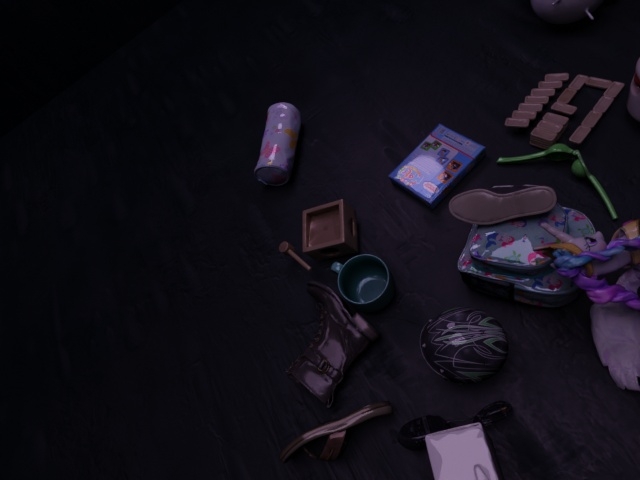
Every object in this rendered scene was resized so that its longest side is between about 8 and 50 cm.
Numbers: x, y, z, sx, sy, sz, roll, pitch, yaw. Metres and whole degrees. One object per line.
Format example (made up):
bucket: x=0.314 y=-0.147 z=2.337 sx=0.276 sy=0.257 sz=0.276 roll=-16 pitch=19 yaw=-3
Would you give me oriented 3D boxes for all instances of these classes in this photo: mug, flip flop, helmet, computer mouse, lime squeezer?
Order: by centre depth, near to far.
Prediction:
computer mouse: x=0.277 y=0.384 z=0.935 sx=0.242 sy=0.071 sz=0.041 roll=-19 pitch=98 yaw=10
helmet: x=0.298 y=0.216 z=0.943 sx=0.170 sy=0.161 sz=0.169 roll=-11 pitch=59 yaw=19
flip flop: x=0.036 y=0.431 z=0.991 sx=0.277 sy=0.112 sz=0.080 roll=-24 pitch=70 yaw=4
lime squeezer: x=0.588 y=-0.170 z=1.090 sx=0.110 sy=0.059 sz=0.310 roll=-47 pitch=56 yaw=-5
mug: x=0.114 y=0.102 z=1.129 sx=0.130 sy=0.097 sz=0.157 roll=-31 pitch=54 yaw=7

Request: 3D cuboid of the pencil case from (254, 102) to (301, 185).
pencil case: x=-0.137 y=-0.312 z=1.462 sx=0.124 sy=0.113 sz=0.272 roll=-10 pitch=59 yaw=30

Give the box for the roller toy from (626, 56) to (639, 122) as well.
roller toy: x=0.813 y=-0.350 z=1.031 sx=0.191 sy=0.146 sz=0.209 roll=-30 pitch=49 yaw=-4

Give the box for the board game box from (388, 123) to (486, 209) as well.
board game box: x=0.317 y=-0.206 z=1.242 sx=0.211 sy=0.039 sz=0.160 roll=-45 pitch=54 yaw=-4

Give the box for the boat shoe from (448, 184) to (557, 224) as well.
boat shoe: x=0.372 y=-0.076 z=0.933 sx=0.206 sy=0.065 sz=0.075 roll=-4 pitch=100 yaw=33

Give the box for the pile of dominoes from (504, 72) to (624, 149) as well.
pile of dominoes: x=0.631 y=-0.341 z=1.190 sx=0.196 sy=0.040 sz=0.251 roll=32 pitch=71 yaw=35

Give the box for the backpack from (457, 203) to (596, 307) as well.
backpack: x=0.448 y=0.018 z=0.979 sx=0.254 sy=0.191 sz=0.225 roll=19 pitch=72 yaw=26

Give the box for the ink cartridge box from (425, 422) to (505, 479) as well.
ink cartridge box: x=0.269 y=0.429 z=0.792 sx=0.100 sy=0.237 sz=0.171 roll=-19 pitch=57 yaw=14

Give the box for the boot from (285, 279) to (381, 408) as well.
boot: x=-0.005 y=0.243 z=1.111 sx=0.229 sy=0.091 sz=0.263 roll=-48 pitch=54 yaw=-4

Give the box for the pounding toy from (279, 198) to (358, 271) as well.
pounding toy: x=-0.005 y=0.010 z=1.244 sx=0.206 sy=0.094 sz=0.180 roll=-15 pitch=63 yaw=28

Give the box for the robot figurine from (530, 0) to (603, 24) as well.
robot figurine: x=0.694 y=-0.759 z=1.277 sx=0.301 sy=0.199 sz=0.353 roll=9 pitch=64 yaw=2

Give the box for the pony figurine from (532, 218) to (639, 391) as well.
pony figurine: x=0.594 y=0.079 z=0.784 sx=0.364 sy=0.303 sz=0.350 roll=-20 pitch=77 yaw=-3
